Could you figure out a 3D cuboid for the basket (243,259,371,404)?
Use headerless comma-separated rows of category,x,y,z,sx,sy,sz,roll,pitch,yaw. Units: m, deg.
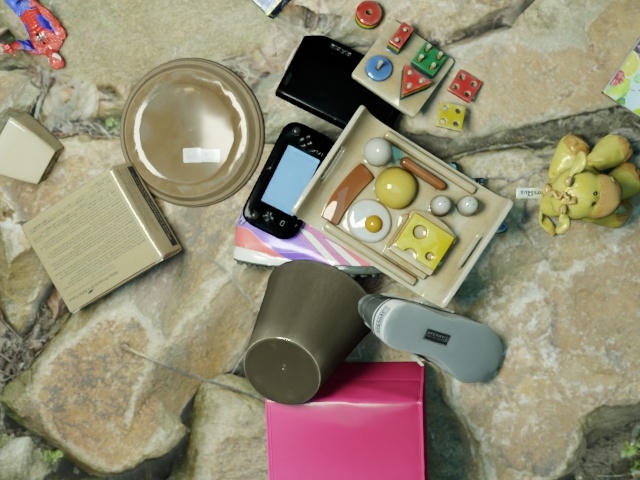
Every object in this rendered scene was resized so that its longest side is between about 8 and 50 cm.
basket,-0.029,0.157,1.508,0.204,0.227,0.154,26,121,3

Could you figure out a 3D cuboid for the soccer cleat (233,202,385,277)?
soccer cleat,0.000,0.000,1.628,0.318,0.108,0.116,5,94,11

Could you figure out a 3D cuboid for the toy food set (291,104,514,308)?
toy food set,0.138,-0.056,1.525,0.306,0.092,0.219,33,88,2

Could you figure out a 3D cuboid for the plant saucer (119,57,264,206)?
plant saucer,-0.242,-0.198,1.673,0.278,0.041,0.277,1,97,8

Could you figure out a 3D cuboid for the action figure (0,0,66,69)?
action figure,-0.557,-0.436,1.649,0.091,0.139,0.280,-29,94,12

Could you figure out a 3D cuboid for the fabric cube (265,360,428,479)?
fabric cube,0.056,0.359,1.583,0.258,0.259,0.254,-2,96,8

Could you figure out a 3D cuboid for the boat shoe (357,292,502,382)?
boat shoe,0.190,0.164,1.579,0.306,0.105,0.113,18,98,-35

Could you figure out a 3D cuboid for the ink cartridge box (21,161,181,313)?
ink cartridge box,-0.405,-0.005,1.680,0.235,0.088,0.193,-29,92,21

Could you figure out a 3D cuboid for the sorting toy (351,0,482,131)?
sorting toy,0.153,-0.299,1.571,0.274,0.046,0.132,35,77,3

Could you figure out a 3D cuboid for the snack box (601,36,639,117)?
snack box,0.560,-0.283,1.538,0.100,0.037,0.141,33,100,2

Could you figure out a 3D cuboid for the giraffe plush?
giraffe plush,0.437,-0.087,1.513,0.210,0.170,0.181,-16,94,10

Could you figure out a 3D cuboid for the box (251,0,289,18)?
box,-0.053,-0.475,1.603,0.059,0.054,0.169,44,102,2

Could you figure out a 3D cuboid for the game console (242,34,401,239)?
game console,-0.005,-0.169,1.594,0.213,0.044,0.361,26,85,1

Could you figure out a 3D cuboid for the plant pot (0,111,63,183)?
plant pot,-0.546,-0.165,1.696,0.096,0.109,0.109,29,101,-8

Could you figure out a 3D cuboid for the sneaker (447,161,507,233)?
sneaker,0.271,-0.075,1.596,0.162,0.063,0.073,42,98,2
